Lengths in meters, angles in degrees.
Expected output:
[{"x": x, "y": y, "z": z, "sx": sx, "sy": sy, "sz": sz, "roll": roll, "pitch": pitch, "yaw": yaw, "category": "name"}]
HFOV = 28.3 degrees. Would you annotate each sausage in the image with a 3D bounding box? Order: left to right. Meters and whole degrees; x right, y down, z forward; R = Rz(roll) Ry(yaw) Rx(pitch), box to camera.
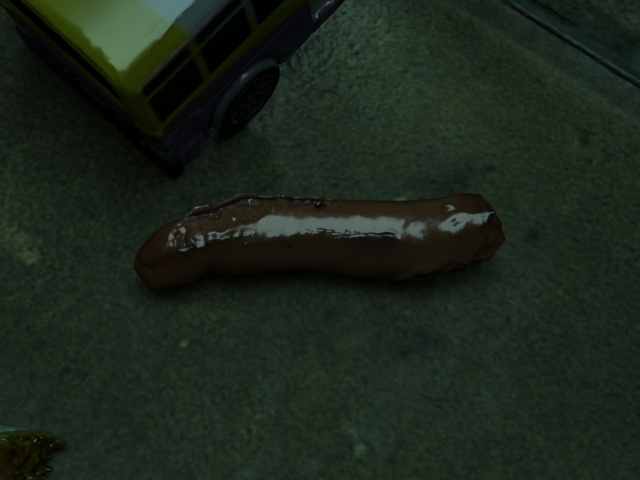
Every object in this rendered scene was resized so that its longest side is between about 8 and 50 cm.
[{"x": 0.000, "y": 0.000, "z": 1.038, "sx": 0.304, "sy": 0.078, "sz": 0.078, "roll": -2, "pitch": 64, "yaw": -3, "category": "sausage"}]

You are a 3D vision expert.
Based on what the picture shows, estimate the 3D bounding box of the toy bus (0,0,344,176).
[{"x": -0.056, "y": -0.297, "z": 1.044, "sx": 0.209, "sy": 0.249, "sz": 0.440, "roll": 43, "pitch": 83, "yaw": 14, "category": "toy bus"}]

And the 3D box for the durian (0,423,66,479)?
[{"x": -0.314, "y": 0.192, "z": 0.919, "sx": 0.252, "sy": 0.144, "sz": 0.139, "roll": -9, "pitch": 27, "yaw": -2, "category": "durian"}]
